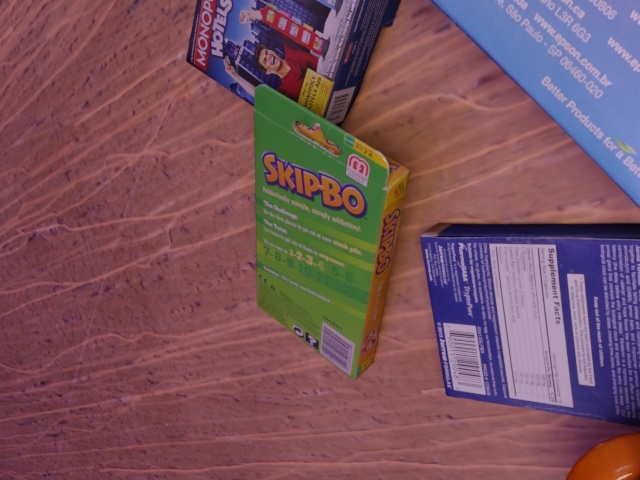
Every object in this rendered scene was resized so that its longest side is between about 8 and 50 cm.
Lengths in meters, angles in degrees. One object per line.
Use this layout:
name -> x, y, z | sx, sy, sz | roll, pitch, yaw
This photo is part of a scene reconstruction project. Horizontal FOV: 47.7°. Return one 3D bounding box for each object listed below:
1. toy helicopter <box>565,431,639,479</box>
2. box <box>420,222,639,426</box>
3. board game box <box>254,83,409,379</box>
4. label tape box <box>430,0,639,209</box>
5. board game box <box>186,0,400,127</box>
toy helicopter -> 0.277, 0.078, 0.336 | 0.235, 0.140, 0.355 | 3, 117, -5
box -> 0.182, 0.057, 0.495 | 0.225, 0.036, 0.136 | 2, 109, 40
board game box -> 0.000, 0.000, 0.581 | 0.124, 0.039, 0.259 | 34, 146, 25
label tape box -> 0.210, -0.197, 0.317 | 0.240, 0.106, 0.333 | 50, 131, 14
board game box -> -0.034, -0.206, 0.552 | 0.194, 0.060, 0.194 | 37, 129, 22
